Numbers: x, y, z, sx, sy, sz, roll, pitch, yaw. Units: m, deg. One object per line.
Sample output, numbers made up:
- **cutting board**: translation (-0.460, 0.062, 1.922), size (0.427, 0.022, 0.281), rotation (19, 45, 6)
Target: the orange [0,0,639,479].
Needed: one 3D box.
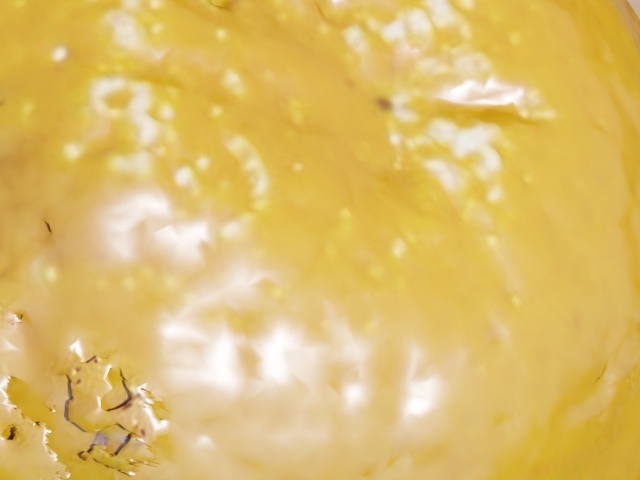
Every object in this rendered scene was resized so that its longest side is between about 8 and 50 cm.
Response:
- **orange**: translation (-0.024, 0.003, 0.428), size (0.219, 0.193, 0.219), rotation (21, 40, -18)
